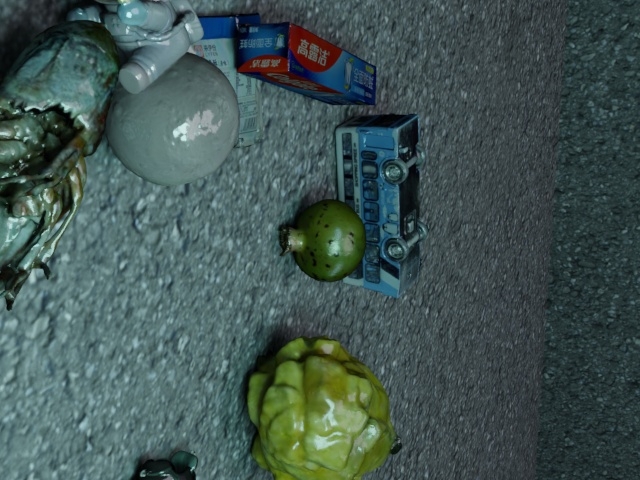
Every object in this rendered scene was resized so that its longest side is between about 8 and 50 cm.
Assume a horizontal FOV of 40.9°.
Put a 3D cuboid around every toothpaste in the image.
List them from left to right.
[{"bbox_3d":[-0.009,-0.237,1.185,0.320,0.076,0.066,-4,97,-67],"label":"toothpaste"}]

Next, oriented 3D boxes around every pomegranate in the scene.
[{"bbox_3d":[0.006,0.000,1.296,0.130,0.130,0.130,-30,125,-56],"label":"pomegranate"}]

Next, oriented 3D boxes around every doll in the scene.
[{"bbox_3d":[-0.168,-0.201,0.860,0.151,0.151,0.287,-47,135,-47],"label":"doll"}]

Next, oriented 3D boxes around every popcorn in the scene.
[{"bbox_3d":[0.004,0.268,1.270,0.286,0.215,0.252,35,62,-65],"label":"popcorn"}]

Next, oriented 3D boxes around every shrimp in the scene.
[{"bbox_3d":[-0.286,-0.049,0.704,0.172,0.137,0.372,41,55,-32],"label":"shrimp"}]

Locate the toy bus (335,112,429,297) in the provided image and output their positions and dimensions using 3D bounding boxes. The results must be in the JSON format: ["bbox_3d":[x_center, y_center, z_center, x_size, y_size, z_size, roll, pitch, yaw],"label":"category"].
[{"bbox_3d":[0.103,-0.061,1.432,0.106,0.131,0.297,-38,130,-52],"label":"toy bus"}]

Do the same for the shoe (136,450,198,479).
[{"bbox_3d":[-0.181,0.312,1.086,0.169,0.071,0.099,51,48,-55],"label":"shoe"}]

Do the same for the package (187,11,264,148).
[{"bbox_3d":[-0.119,-0.195,1.077,0.171,0.027,0.173,-24,117,-55],"label":"package"}]
